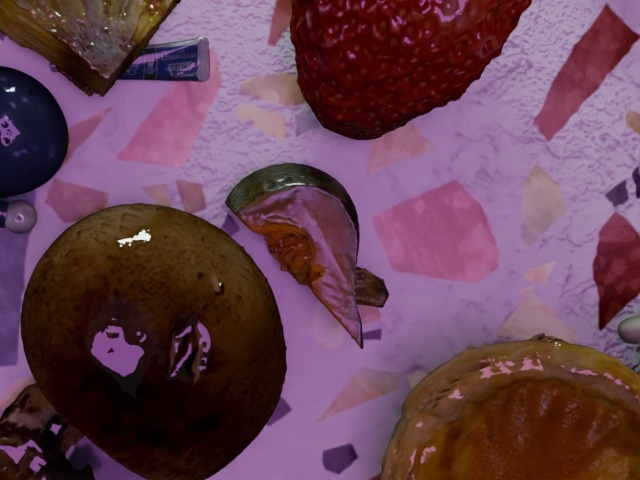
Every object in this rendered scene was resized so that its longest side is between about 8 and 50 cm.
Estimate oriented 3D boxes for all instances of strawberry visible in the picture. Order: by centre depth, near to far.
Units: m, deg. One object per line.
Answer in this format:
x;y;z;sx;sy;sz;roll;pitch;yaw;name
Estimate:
0.100;-0.282;1.745;0.292;0.292;0.309;12;84;-9;strawberry

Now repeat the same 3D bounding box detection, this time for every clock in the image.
-0.407;-0.092;1.742;0.199;0.146;0.243;43;93;-4;clock

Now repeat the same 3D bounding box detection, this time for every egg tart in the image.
0.262;0.285;1.825;0.388;0.169;0.387;0;109;1;egg tart

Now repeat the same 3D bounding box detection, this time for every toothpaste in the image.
-0.235;-0.220;1.815;0.197;0.035;0.057;-4;109;-10;toothpaste

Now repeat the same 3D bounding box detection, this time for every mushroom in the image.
-0.213;0.150;1.761;0.331;0.356;0.334;28;51;-7;mushroom

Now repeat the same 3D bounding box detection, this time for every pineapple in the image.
-0.275;-0.267;1.746;0.236;0.114;0.186;-3;77;-9;pineapple

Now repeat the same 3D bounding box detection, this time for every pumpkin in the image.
0.006;0.002;1.816;0.126;0.131;0.248;-42;100;-5;pumpkin

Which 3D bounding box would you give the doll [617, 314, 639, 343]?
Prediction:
0.537;0.228;1.863;0.226;0.215;0.370;-23;94;-4;doll
